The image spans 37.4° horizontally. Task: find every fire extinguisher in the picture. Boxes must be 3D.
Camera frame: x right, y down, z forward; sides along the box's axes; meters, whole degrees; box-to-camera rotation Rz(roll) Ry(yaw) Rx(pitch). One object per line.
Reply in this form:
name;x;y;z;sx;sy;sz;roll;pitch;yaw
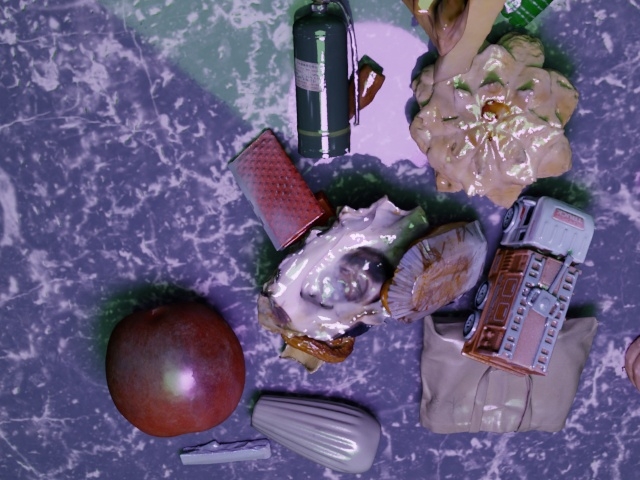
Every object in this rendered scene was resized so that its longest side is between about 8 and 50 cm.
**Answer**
fire extinguisher;0.003;-0.285;1.526;0.118;0.093;0.294;9;116;24

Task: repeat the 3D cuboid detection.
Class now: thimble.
thimble;0.296;-0.399;1.460;0.090;0.118;0.130;-44;82;22

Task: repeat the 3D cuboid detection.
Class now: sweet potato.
sweet potato;0.067;-0.242;1.575;0.049;0.049;0.117;23;123;-10

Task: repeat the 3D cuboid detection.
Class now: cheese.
cheese;-0.027;0.217;1.784;0.084;0.041;0.060;33;105;7

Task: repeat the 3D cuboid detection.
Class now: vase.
vase;-0.013;0.361;1.812;0.248;0.128;0.128;17;114;1

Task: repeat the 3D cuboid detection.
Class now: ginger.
ginger;0.221;-0.441;1.350;0.211;0.358;0.413;35;83;-30

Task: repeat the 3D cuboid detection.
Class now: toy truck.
toy truck;0.359;0.074;1.600;0.136;0.162;0.305;21;84;-8

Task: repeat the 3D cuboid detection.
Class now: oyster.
oyster;0.038;0.052;1.621;0.351;0.115;0.238;-34;120;6

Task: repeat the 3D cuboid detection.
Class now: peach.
peach;-0.261;0.224;1.686;0.252;0.252;0.252;0;115;0

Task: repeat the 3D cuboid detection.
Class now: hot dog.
hot dog;0.196;0.046;1.600;0.082;0.270;0.162;28;117;30
hot dog;-0.002;0.170;1.744;0.147;0.065;0.099;27;68;-9

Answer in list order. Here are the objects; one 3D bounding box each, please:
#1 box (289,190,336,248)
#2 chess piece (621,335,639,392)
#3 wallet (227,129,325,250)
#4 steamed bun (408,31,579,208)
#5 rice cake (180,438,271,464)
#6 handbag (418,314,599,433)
box;0.000;0.000;1.683;0.100;0.048;0.152;-29;109;10
chess piece;0.647;0.289;1.676;0.137;0.301;0.137;-1;115;-2
wallet;-0.077;-0.086;1.583;0.103;0.196;0.020;-41;151;15
steamed bun;0.279;-0.184;1.525;0.292;0.137;0.295;39;108;-3
rice cake;-0.189;0.420;1.883;0.180;0.030;0.042;-6;120;3
handbag;0.339;0.244;1.761;0.316;0.109;0.253;0;116;-3
